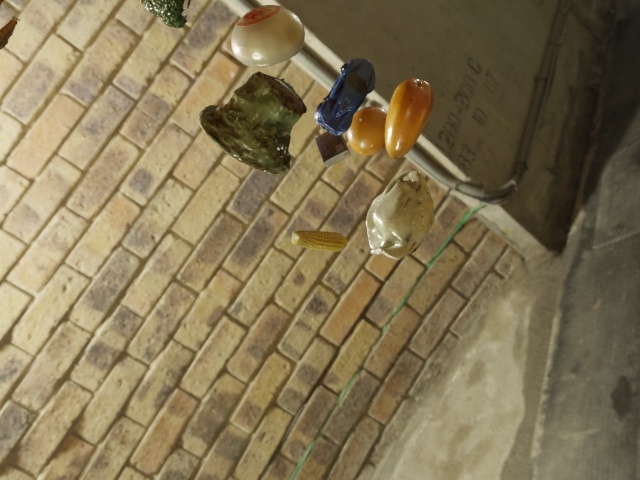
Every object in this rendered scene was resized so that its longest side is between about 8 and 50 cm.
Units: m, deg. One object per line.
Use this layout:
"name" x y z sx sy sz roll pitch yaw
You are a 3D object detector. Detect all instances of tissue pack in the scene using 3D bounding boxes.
"tissue pack" 0.048 -0.376 2.331 0.112 0.051 0.156 -27 50 11

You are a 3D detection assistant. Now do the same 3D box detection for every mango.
"mango" 0.232 -0.324 1.562 0.145 0.112 0.219 -97 21 -79

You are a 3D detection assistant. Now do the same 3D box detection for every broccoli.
"broccoli" -0.490 -0.884 1.953 0.297 0.297 0.297 -25 9 -12

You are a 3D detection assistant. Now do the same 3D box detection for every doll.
"doll" 0.186 -0.480 2.458 0.213 0.236 0.213 -48 -16 -18

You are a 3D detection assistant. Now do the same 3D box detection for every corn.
"corn" 0.000 0.000 1.957 0.067 0.206 0.067 -17 70 59

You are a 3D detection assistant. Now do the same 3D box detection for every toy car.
"toy car" 0.072 -0.373 1.502 0.216 0.103 0.063 -58 20 -2

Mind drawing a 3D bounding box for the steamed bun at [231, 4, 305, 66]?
"steamed bun" -0.166 -0.638 1.778 0.232 0.145 0.232 -9 39 8

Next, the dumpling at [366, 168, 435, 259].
"dumpling" 0.272 -0.083 2.040 0.243 0.187 0.318 4 76 51

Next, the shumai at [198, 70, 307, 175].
"shumai" -0.225 -0.456 2.157 0.323 0.397 0.324 -55 -1 21

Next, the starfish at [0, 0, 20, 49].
"starfish" -0.972 -0.555 1.619 0.299 0.060 0.302 -57 -7 23
